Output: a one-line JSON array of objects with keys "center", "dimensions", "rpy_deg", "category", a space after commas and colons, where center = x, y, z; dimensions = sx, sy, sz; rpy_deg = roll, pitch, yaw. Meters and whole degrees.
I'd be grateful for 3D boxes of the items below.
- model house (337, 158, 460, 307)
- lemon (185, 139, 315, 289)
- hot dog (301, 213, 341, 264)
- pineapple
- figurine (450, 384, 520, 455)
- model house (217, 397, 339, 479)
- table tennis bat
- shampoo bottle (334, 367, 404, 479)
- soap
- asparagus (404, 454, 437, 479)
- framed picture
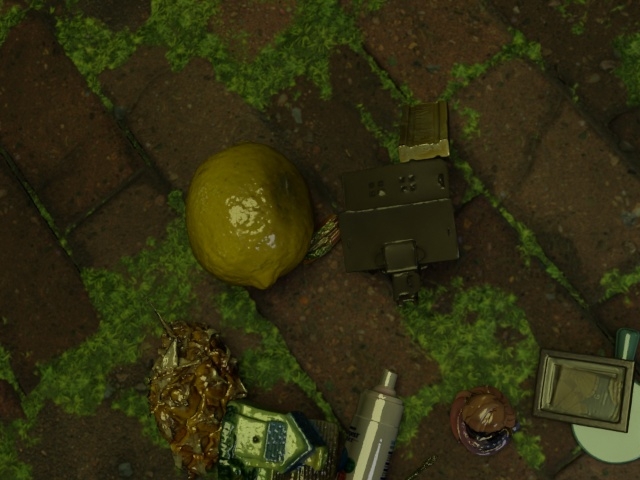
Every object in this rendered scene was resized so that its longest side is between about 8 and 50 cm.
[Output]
[{"center": [0.150, 0.009, 1.714], "dimensions": [0.211, 0.204, 0.244], "rpy_deg": [-8, 67, 10], "category": "model house"}, {"center": [-0.138, -0.055, 1.775], "dimensions": [0.253, 0.253, 0.311], "rpy_deg": [-12, 71, 9], "category": "lemon"}, {"center": [0.000, 0.000, 1.838], "dimensions": [0.133, 0.041, 0.056], "rpy_deg": [-44, 72, 0], "category": "hot dog"}, {"center": [-0.233, 0.273, 1.753], "dimensions": [0.161, 0.158, 0.335], "rpy_deg": [-12, 70, 22], "category": "pineapple"}, {"center": [0.293, 0.308, 1.660], "dimensions": [0.126, 0.157, 0.114], "rpy_deg": [18, 61, 20], "category": "figurine"}, {"center": [-0.072, 0.391, 1.678], "dimensions": [0.189, 0.214, 0.195], "rpy_deg": [3, 76, 12], "category": "model house"}, {"center": [0.534, 0.277, 1.664], "dimensions": [0.152, 0.040, 0.245], "rpy_deg": [9, 81, 19], "category": "table tennis bat"}, {"center": [0.087, 0.386, 1.706], "dimensions": [0.092, 0.092, 0.304], "rpy_deg": [15, 82, 15], "category": "shampoo bottle"}, {"center": [0.198, -0.212, 1.758], "dimensions": [0.092, 0.252, 0.037], "rpy_deg": [-6, 114, 10], "category": "soap"}, {"center": [0.152, 0.451, 1.719], "dimensions": [0.166, 0.013, 0.016], "rpy_deg": [-38, 89, 2], "category": "asparagus"}, {"center": [0.471, 0.267, 1.663], "dimensions": [0.168, 0.023, 0.128], "rpy_deg": [6, 81, 28], "category": "framed picture"}]
